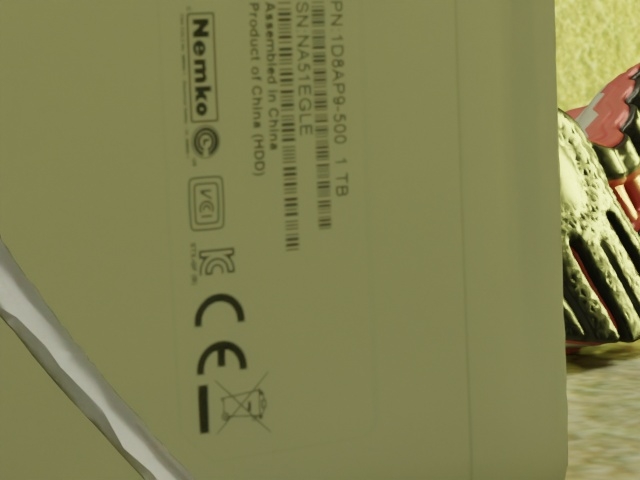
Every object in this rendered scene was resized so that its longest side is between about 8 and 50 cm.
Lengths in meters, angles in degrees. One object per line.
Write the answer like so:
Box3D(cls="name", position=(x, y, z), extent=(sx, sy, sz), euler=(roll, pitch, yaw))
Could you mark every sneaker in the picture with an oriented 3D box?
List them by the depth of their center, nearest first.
Box3D(cls="sneaker", position=(0.089, 0.005, 0.895), extent=(0.136, 0.116, 0.314), euler=(-29, -5, 31))

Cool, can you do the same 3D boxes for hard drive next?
Box3D(cls="hard drive", position=(-0.097, -0.025, 0.464), extent=(0.353, 0.233, 0.047), euler=(-6, 8, -30))

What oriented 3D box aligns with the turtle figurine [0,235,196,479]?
Box3D(cls="turtle figurine", position=(0.040, 0.008, 0.306), extent=(0.198, 0.274, 0.266), euler=(-37, 9, 4))
